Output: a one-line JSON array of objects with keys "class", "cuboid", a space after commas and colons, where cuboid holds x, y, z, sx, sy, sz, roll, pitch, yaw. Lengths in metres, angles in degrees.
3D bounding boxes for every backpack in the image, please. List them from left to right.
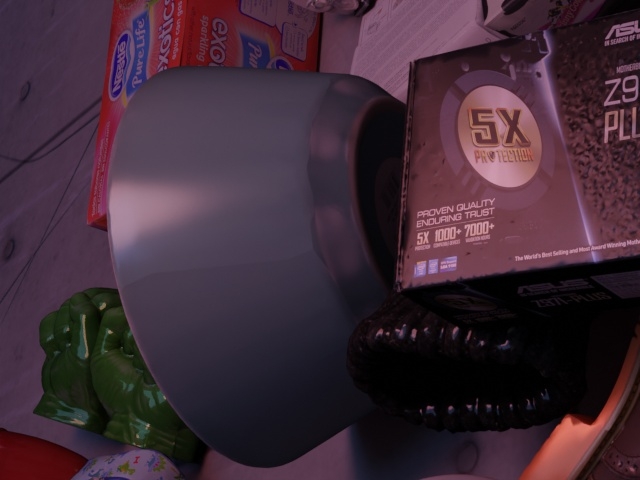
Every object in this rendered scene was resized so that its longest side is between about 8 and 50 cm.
[{"class": "backpack", "cuboid": [-0.165, 0.241, 1.527, 0.114, 0.105, 0.084, -21, 21, 41]}]

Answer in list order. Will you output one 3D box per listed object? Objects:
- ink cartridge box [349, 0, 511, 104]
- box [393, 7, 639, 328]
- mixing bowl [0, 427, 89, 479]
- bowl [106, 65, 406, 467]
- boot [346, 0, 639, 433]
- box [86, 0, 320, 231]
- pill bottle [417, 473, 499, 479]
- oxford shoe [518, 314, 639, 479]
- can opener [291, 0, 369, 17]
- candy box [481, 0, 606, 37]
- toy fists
[{"class": "ink cartridge box", "cuboid": [0.096, -0.179, 1.451, 0.181, 0.056, 0.224, -42, 23, 36]}, {"class": "box", "cuboid": [0.139, -0.038, 0.983, 0.180, 0.077, 0.147, -8, 66, 35]}, {"class": "mixing bowl", "cuboid": [-0.249, 0.262, 1.618, 0.181, 0.098, 0.181, -3, -90, -85]}, {"class": "bowl", "cuboid": [0.000, 0.000, 1.285, 0.163, 0.311, 0.311, -16, 58, 29]}, {"class": "boot", "cuboid": [0.172, -0.028, 1.088, 0.348, 0.131, 0.260, -40, 16, 52]}, {"class": "box", "cuboid": [-0.102, -0.146, 1.612, 0.142, 0.154, 0.300, -26, 53, 48]}, {"class": "pill bottle", "cuboid": [0.069, 0.269, 1.047, 0.264, 0.153, 0.153, 100, 165, -50]}, {"class": "oxford shoe", "cuboid": [0.248, 0.089, 1.018, 0.133, 0.130, 0.363, 46, 119, 36]}, {"class": "can opener", "cuboid": [0.041, -0.268, 1.470, 0.280, 0.074, 0.093, 141, 144, -63]}, {"class": "candy box", "cuboid": [0.188, -0.281, 1.330, 0.159, 0.071, 0.233, -37, 44, 42]}, {"class": "toy fists", "cuboid": [-0.186, 0.115, 1.642, 0.279, 0.096, 0.142, 4, 75, 58]}]
